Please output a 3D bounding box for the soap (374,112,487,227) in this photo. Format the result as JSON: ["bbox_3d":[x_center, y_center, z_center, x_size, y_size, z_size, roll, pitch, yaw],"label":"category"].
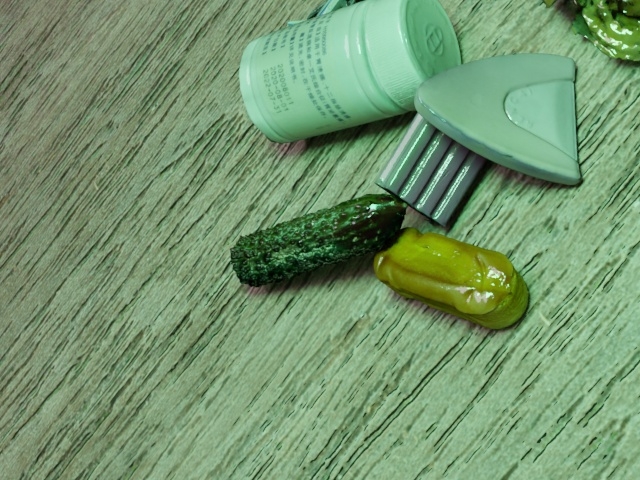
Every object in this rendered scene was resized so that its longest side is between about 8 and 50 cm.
[{"bbox_3d":[0.184,-0.136,1.629,0.203,0.122,0.065,-58,20,-1],"label":"soap"}]

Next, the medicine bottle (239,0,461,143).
[{"bbox_3d":[0.049,-0.281,1.771,0.332,0.190,0.190,-10,62,36],"label":"medicine bottle"}]

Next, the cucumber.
[{"bbox_3d":[0.000,0.000,1.688,0.359,0.096,0.096,-16,58,47],"label":"cucumber"}]

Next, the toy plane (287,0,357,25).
[{"bbox_3d":[0.038,-0.435,1.927,0.226,0.058,0.226,-45,17,-11],"label":"toy plane"}]

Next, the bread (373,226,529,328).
[{"bbox_3d":[0.183,0.050,1.561,0.245,0.094,0.102,20,78,45],"label":"bread"}]

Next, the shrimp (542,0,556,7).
[{"bbox_3d":[0.356,-0.432,1.594,0.289,0.075,0.178,-104,27,-66],"label":"shrimp"}]

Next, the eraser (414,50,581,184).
[{"bbox_3d":[0.251,-0.184,1.562,0.059,0.243,0.204,111,165,-65],"label":"eraser"}]

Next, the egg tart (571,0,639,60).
[{"bbox_3d":[0.466,-0.391,1.535,0.297,0.132,0.297,-13,65,31],"label":"egg tart"}]
